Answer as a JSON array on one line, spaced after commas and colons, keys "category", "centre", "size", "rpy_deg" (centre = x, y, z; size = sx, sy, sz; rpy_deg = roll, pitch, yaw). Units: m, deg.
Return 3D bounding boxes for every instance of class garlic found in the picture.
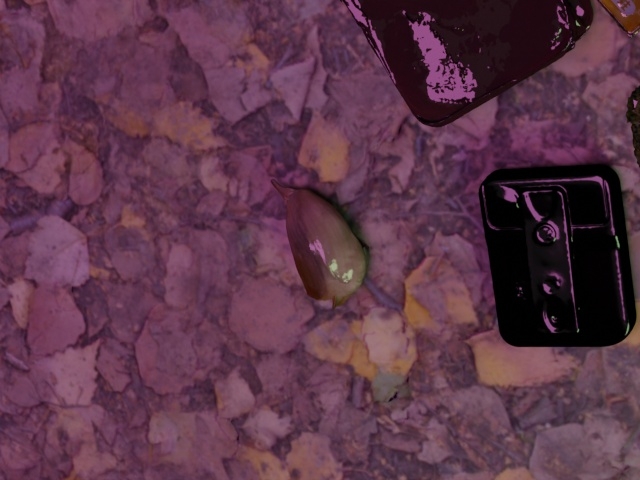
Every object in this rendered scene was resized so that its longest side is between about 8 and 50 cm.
[{"category": "garlic", "centre": [-0.002, 0.002, 1.806], "size": [0.084, 0.066, 0.152], "rpy_deg": [-14, 104, 31]}]

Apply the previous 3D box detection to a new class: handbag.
[{"category": "handbag", "centre": [0.135, -0.242, 1.650], "size": [0.203, 0.074, 0.216], "rpy_deg": [-32, 91, 31]}]

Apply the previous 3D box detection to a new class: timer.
[{"category": "timer", "centre": [0.238, 0.019, 1.705], "size": [0.144, 0.055, 0.187], "rpy_deg": [-2, 108, 26]}]

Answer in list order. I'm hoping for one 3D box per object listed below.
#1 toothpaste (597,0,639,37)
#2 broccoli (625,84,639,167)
[{"category": "toothpaste", "centre": [0.220, -0.333, 1.567], "size": [0.313, 0.089, 0.071], "rpy_deg": [49, 126, 2]}, {"category": "broccoli", "centre": [0.438, -0.119, 1.410], "size": [0.321, 0.310, 0.413], "rpy_deg": [16, 119, -14]}]
